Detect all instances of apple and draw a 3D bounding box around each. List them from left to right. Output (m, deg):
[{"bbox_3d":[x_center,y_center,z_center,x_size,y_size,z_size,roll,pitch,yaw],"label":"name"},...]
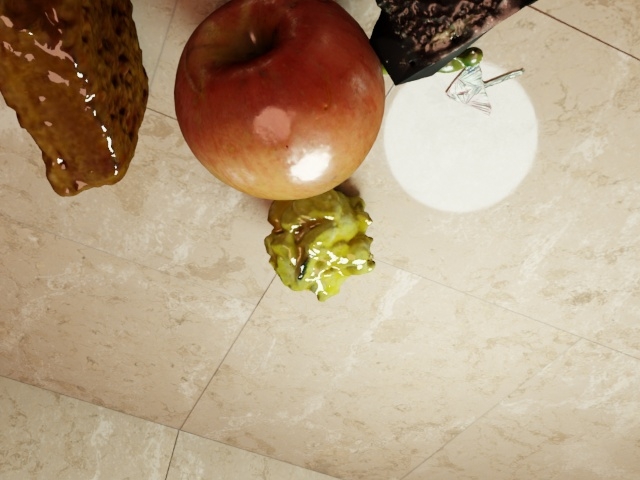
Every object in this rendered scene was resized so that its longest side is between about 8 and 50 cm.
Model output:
[{"bbox_3d":[-0.063,-0.236,1.265,0.363,0.364,0.364,5,137,4],"label":"apple"}]

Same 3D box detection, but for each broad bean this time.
[{"bbox_3d":[0.191,-0.326,1.346,0.213,0.048,0.070,-2,178,22],"label":"broad bean"}]

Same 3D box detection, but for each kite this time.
[{"bbox_3d":[0.312,-0.291,1.401,0.152,0.005,0.137,-9,137,18],"label":"kite"}]

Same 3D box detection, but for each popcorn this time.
[{"bbox_3d":[0.000,0.000,1.623,0.252,0.215,0.286,-26,137,-10],"label":"popcorn"}]

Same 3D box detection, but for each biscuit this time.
[{"bbox_3d":[-0.415,-0.320,1.253,0.166,0.343,0.395,-2,139,6],"label":"biscuit"}]

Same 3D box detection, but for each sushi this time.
[{"bbox_3d":[0.201,-0.402,1.147,0.227,0.215,0.212,-23,104,49],"label":"sushi"}]
